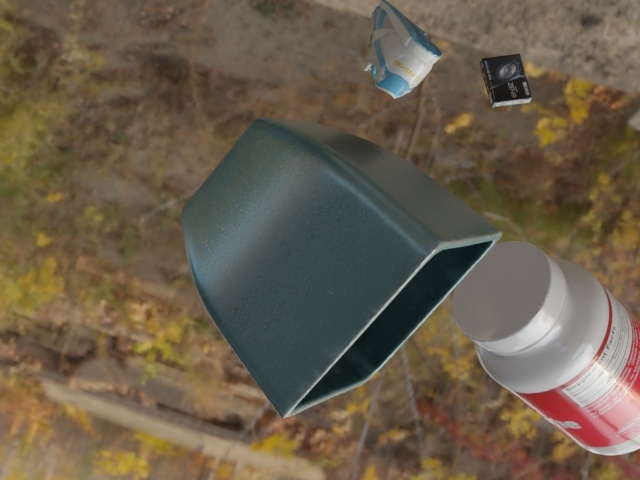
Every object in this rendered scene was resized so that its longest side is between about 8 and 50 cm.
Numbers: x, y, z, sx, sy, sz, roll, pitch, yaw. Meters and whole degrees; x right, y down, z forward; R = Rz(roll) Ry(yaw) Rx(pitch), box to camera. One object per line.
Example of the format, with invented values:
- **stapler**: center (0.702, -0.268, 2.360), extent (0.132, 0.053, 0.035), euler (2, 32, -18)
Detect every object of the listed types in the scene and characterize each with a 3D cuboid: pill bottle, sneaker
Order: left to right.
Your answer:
- **sneaker**: center (0.100, -0.273, 1.654), extent (0.087, 0.092, 0.228), euler (35, -164, -17)
- **pill bottle**: center (0.393, 0.171, 1.885), extent (0.229, 0.229, 0.408), euler (3, 154, 46)

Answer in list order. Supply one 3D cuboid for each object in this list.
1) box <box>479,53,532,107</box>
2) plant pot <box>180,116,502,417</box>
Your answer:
- **box**: center (0.302, -0.261, 1.915), extent (0.067, 0.083, 0.018), euler (-8, 160, -9)
- **plant pot**: center (0.000, 0.000, 1.268), extent (0.252, 0.247, 0.248), euler (46, -161, 14)
